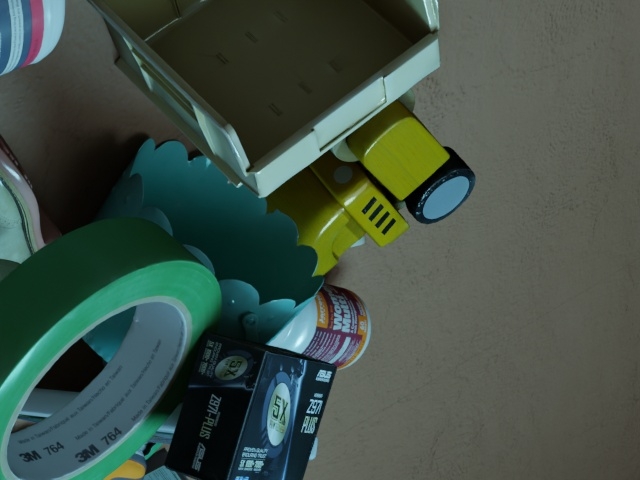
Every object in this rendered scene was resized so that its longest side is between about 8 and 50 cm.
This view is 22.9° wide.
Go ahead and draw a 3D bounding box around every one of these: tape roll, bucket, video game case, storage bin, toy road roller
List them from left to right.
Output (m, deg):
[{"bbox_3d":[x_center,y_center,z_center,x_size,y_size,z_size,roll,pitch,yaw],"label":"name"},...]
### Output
[{"bbox_3d":[-0.238,0.127,1.536,0.321,0.077,0.321,-38,153,-24],"label":"tape roll"},{"bbox_3d":[-0.206,0.216,1.886,0.300,0.329,0.036,32,64,-66],"label":"video game case"},{"bbox_3d":[-0.152,0.039,1.798,0.183,0.281,0.281,-50,150,20],"label":"bucket"},{"bbox_3d":[-0.053,-0.217,1.624,0.262,0.260,0.123,-38,152,-15],"label":"storage bin"},{"bbox_3d":[0.016,-0.097,1.904,0.240,0.202,0.329,-41,151,3],"label":"toy road roller"}]

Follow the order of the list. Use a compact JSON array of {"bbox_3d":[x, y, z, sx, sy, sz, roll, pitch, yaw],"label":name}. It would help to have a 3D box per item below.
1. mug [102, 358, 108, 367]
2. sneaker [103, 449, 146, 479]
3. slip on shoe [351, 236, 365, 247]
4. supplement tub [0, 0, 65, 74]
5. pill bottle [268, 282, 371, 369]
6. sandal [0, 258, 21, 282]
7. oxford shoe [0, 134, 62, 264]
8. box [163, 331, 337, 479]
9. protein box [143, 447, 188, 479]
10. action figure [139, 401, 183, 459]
[{"bbox_3d":[-0.232,0.162,2.031,0.062,0.064,0.078,-55,148,14],"label":"mug"},{"bbox_3d":[-0.341,0.352,1.983,0.321,0.180,0.125,2,153,-45],"label":"sneaker"},{"bbox_3d":[0.000,0.000,2.151,0.135,0.051,0.041,-16,99,-29],"label":"slip on shoe"},{"bbox_3d":[-0.371,-0.202,1.319,0.272,0.191,0.191,-26,144,-31],"label":"supplement tub"},{"bbox_3d":[-0.035,0.110,2.154,0.121,0.121,0.221,-54,148,13],"label":"pill bottle"},{"bbox_3d":[-0.415,0.061,1.532,0.086,0.303,0.120,-11,97,-81],"label":"sandal"},{"bbox_3d":[-0.365,-0.039,1.573,0.146,0.140,0.397,-32,145,-9],"label":"oxford shoe"},{"bbox_3d":[-0.069,0.183,1.660,0.180,0.078,0.147,22,84,-64],"label":"box"},{"bbox_3d":[-0.275,0.425,2.183,0.201,0.136,0.199,-25,154,-31],"label":"protein box"},{"bbox_3d":[-0.209,0.226,2.111,0.232,0.063,0.137,-51,-168,35],"label":"action figure"}]
